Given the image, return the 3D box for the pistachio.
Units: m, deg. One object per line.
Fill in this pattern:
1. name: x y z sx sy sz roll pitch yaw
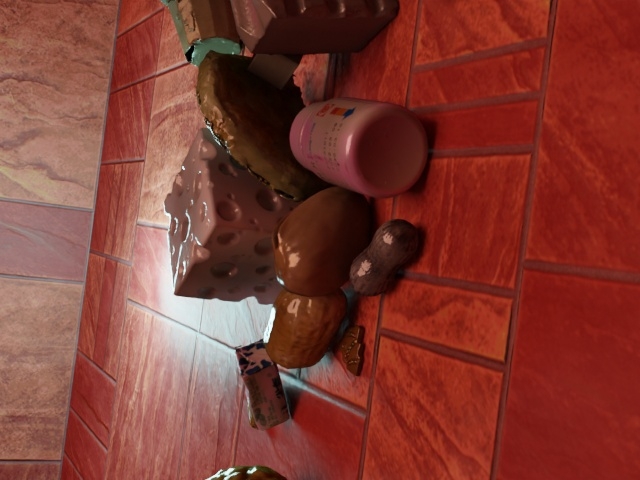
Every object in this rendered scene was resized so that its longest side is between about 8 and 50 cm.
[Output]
1. pistachio: 0.000 0.000 1.503 0.223 0.152 0.126 -60 10 -30

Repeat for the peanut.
1. peanut: -0.033 0.149 1.589 0.224 0.129 0.129 -60 34 39

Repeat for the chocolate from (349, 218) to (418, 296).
1. chocolate: 0.099 0.030 1.416 0.167 0.072 0.072 -53 39 41

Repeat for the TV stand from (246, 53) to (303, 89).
1. TV stand: -0.052 -0.418 1.703 0.088 0.082 0.270 -44 22 51

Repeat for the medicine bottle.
1. medicine bottle: 0.055 -0.158 1.461 0.254 0.151 0.152 23 104 64

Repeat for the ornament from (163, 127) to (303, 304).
1. ornament: -0.151 -0.041 1.746 0.239 0.239 0.240 -53 39 43

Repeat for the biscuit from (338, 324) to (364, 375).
1. biscuit: 0.053 0.189 1.526 0.082 0.016 0.092 -45 43 51

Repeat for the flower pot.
1. flower pot: -0.291 -0.553 2.216 0.212 0.212 0.203 -38 58 55

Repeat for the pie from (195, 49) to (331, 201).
1. pie: -0.104 -0.227 1.666 0.078 0.296 0.371 -40 49 28

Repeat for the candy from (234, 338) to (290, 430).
1. candy: -0.110 0.274 1.705 0.092 0.073 0.160 -117 12 -52

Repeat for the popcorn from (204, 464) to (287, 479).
1. popcorn: -0.129 0.526 1.556 0.282 0.247 0.282 -2 87 46

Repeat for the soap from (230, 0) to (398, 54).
1. soap: -0.033 -0.482 1.580 0.159 0.257 0.302 132 128 -63

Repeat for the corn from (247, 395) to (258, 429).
1. corn: -0.137 0.356 1.852 0.028 0.027 0.083 -41 44 31
